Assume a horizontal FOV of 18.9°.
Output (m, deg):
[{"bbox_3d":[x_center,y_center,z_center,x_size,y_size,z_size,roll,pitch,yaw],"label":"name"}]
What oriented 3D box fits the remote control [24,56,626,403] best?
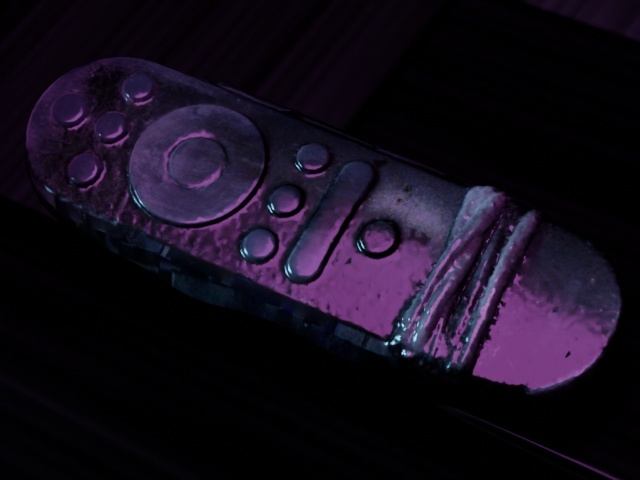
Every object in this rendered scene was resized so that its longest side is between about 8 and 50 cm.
[{"bbox_3d":[0.000,0.000,0.781,0.265,0.066,0.090,23,74,22],"label":"remote control"}]
